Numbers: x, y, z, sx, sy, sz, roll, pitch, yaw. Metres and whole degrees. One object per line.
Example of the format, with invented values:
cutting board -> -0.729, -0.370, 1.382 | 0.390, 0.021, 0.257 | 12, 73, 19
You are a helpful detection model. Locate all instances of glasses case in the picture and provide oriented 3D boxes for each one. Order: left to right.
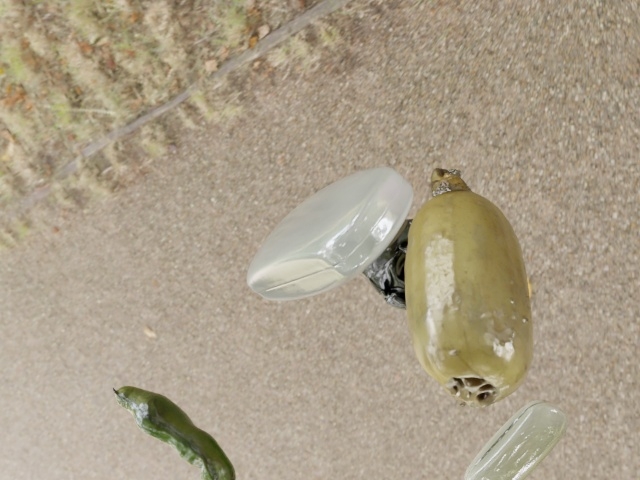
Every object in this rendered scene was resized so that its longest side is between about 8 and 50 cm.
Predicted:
glasses case -> 0.000, 0.000, 0.519 | 0.049, 0.076, 0.197 | 40, 157, -11
glasses case -> 0.313, 0.338, 1.219 | 0.081, 0.051, 0.204 | 31, 109, -20

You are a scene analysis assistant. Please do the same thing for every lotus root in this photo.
lotus root -> 0.191, 0.044, 0.979 | 0.151, 0.343, 0.169 | -16, 143, 27

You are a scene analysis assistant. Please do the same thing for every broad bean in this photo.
broad bean -> -0.150, 0.218, 0.823 | 0.195, 0.061, 0.046 | 47, 144, 25

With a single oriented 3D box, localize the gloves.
gloves -> 0.179, 0.059, 1.128 | 0.203, 0.124, 0.164 | 42, 101, -11
